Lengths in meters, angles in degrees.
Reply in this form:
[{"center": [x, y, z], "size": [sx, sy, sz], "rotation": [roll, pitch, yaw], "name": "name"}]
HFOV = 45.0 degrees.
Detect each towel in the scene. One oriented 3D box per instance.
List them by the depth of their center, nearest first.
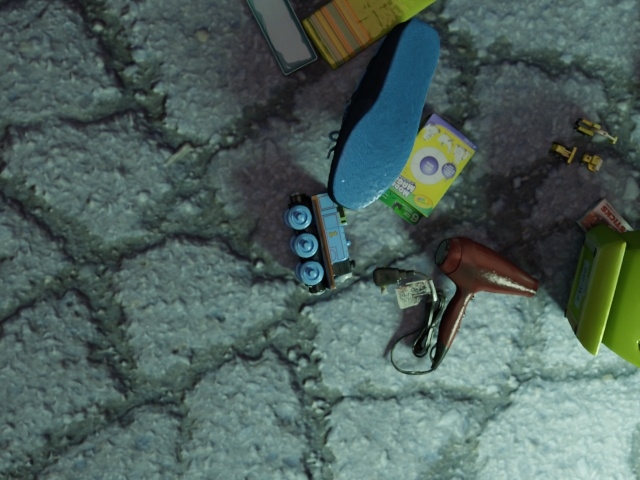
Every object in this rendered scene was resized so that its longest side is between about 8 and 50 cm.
[{"center": [0.089, -0.405, 1.357], "size": [0.237, 0.021, 0.102], "rotation": [-35, 101, -3], "name": "towel"}]

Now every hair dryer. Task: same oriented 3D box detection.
[{"center": [0.245, 0.102, 1.385], "size": [0.293, 0.080, 0.224], "rotation": [-17, 110, 2], "name": "hair dryer"}]

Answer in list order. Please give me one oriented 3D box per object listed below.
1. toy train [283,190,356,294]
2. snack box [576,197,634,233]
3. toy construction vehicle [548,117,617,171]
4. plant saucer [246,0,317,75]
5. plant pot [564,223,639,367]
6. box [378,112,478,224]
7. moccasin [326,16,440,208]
[{"center": [0.000, 0.000, 1.344], "size": [0.105, 0.080, 0.184], "rotation": [-13, 94, -9], "name": "toy train"}, {"center": [0.552, 0.008, 1.413], "size": [0.064, 0.022, 0.178], "rotation": [-44, 96, 1], "name": "snack box"}, {"center": [0.475, -0.172, 1.391], "size": [0.098, 0.035, 0.086], "rotation": [27, 91, -5], "name": "toy construction vehicle"}, {"center": [-0.077, -0.387, 1.345], "size": [0.067, 0.018, 0.192], "rotation": [-28, 96, -2], "name": "plant saucer"}, {"center": [0.542, 0.092, 1.307], "size": [0.207, 0.227, 0.228], "rotation": [11, 102, 8], "name": "plant pot"}, {"center": [0.183, -0.124, 1.368], "size": [0.105, 0.043, 0.179], "rotation": [36, 92, -5], "name": "box"}, {"center": [0.105, -0.209, 1.323], "size": [0.137, 0.117, 0.342], "rotation": [31, 83, -25], "name": "moccasin"}]
